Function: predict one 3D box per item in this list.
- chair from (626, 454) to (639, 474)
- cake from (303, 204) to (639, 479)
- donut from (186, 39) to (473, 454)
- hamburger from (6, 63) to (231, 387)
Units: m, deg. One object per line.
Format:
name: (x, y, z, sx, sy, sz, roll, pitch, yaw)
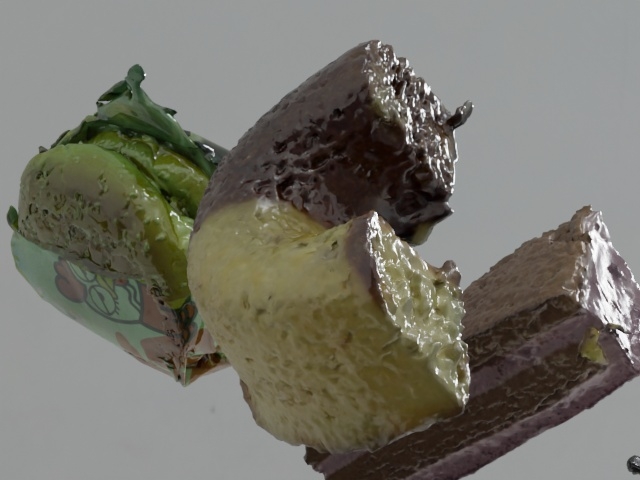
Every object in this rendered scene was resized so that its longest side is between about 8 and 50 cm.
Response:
chair: (0.404, 0.220, 1.358, 0.106, 0.229, 0.113, -23, -44, -28)
cake: (0.120, 0.109, 1.123, 0.295, 0.113, 0.116, -39, -75, 15)
donut: (0.001, 0.002, 0.695, 0.141, 0.217, 0.085, -29, -56, 20)
hamburger: (-0.140, -0.016, 1.120, 0.214, 0.125, 0.235, 27, -44, 16)
